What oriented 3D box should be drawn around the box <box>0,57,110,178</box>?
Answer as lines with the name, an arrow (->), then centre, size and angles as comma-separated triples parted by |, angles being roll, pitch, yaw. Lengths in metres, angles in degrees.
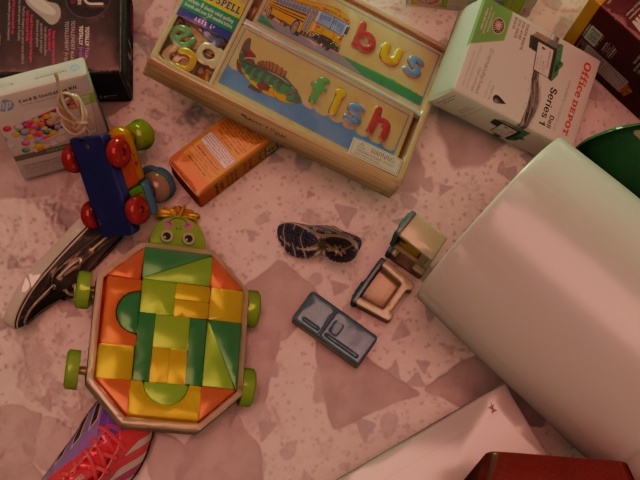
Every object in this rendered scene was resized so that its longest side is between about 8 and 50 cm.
box -> -0.391, -0.175, 1.642 | 0.145, 0.186, 0.038 | -15, 55, -6

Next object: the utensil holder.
utensil holder -> 0.374, 0.094, 1.542 | 0.385, 0.327, 0.327 | 43, 79, 10

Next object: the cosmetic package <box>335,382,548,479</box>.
cosmetic package -> 0.167, 0.416, 1.574 | 0.377, 0.097, 0.284 | -28, 82, -8

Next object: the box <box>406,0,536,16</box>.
box -> 0.239, -0.427, 1.756 | 0.203, 0.114, 0.103 | 5, 79, 0

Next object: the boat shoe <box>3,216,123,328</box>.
boat shoe -> -0.373, 0.049, 1.647 | 0.070, 0.078, 0.219 | 36, 77, 7

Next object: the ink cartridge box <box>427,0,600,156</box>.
ink cartridge box -> 0.294, -0.241, 1.692 | 0.219, 0.092, 0.160 | 23, 78, -18

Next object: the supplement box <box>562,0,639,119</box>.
supplement box -> 0.496, -0.307, 1.699 | 0.194, 0.191, 0.129 | 44, 80, 7

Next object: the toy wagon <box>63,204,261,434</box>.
toy wagon -> -0.220, 0.101, 1.616 | 0.267, 0.068, 0.344 | 7, 69, -13

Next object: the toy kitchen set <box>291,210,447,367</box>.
toy kitchen set -> 0.067, 0.058, 1.615 | 0.122, 0.166, 0.207 | 35, 78, 5

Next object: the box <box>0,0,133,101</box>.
box -> -0.423, -0.303, 1.690 | 0.270, 0.143, 0.165 | -1, 79, -2

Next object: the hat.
hat -> 0.487, -0.060, 1.649 | 0.208, 0.173, 0.183 | -3, 73, -8

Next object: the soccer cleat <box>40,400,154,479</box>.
soccer cleat -> -0.334, 0.336, 1.563 | 0.109, 0.116, 0.318 | 33, 77, 6

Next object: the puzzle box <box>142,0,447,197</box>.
puzzle box -> -0.023, -0.268, 1.671 | 0.409, 0.052, 0.272 | 26, 63, -9

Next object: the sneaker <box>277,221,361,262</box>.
sneaker -> 0.000, 0.000, 1.689 | 0.135, 0.058, 0.052 | 16, 113, 21

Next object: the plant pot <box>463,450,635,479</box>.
plant pot -> 0.280, 0.404, 1.414 | 0.267, 0.267, 0.235 | 5, 66, -2

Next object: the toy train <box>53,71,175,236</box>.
toy train -> -0.294, -0.142, 1.620 | 0.105, 0.143, 0.248 | -4, 111, 31

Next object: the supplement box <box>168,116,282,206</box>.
supplement box -> -0.115, -0.154, 1.702 | 0.233, 0.078, 0.080 | -40, 82, -9
